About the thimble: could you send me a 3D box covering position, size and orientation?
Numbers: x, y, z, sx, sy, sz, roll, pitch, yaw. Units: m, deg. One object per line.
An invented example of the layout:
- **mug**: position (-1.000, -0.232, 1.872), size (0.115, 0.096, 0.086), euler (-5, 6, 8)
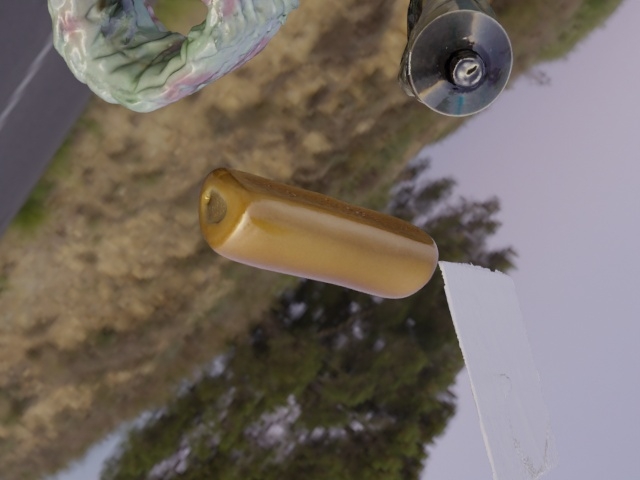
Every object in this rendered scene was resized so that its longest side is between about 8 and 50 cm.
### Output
- **thimble**: position (-0.138, -0.224, 1.107), size (0.149, 0.211, 0.185), euler (-44, 137, -53)

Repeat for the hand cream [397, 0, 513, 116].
- **hand cream**: position (0.070, -0.116, 0.655), size (0.248, 0.052, 0.075), euler (-81, 176, -72)

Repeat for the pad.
- **pad**: position (0.129, 0.091, 0.816), size (0.004, 0.156, 0.232), euler (-16, 170, 18)

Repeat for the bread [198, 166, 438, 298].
- **bread**: position (0.000, 0.000, 1.061), size (0.092, 0.239, 0.074), euler (41, -69, 52)
